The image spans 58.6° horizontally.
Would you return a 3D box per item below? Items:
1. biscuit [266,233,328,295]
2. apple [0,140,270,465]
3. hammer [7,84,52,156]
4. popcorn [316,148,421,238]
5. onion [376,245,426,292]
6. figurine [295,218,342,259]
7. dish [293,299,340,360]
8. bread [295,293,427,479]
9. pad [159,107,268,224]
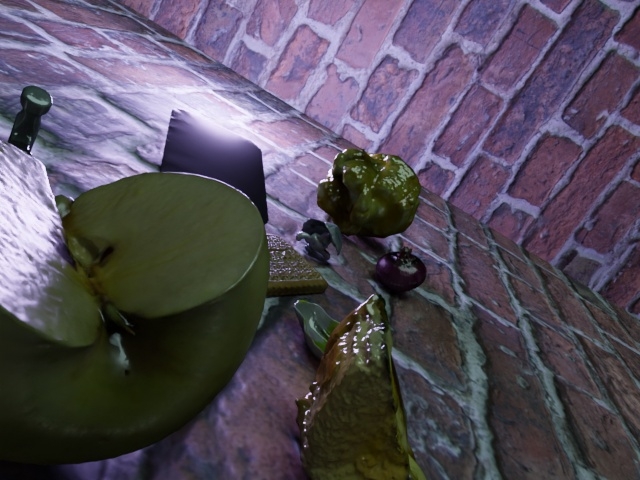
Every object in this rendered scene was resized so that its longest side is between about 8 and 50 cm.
[{"bbox_3d":[-0.108,0.035,1.003,0.172,0.029,0.254,42,22,29],"label":"biscuit"},{"bbox_3d":[-0.208,0.049,0.485,0.295,0.234,0.257,2,23,-42],"label":"apple"},{"bbox_3d":[-0.390,-0.071,0.707,0.041,0.159,0.227,19,41,-30],"label":"hammer"},{"bbox_3d":[0.125,-0.116,1.459,0.276,0.226,0.276,1,4,0],"label":"popcorn"},{"bbox_3d":[0.181,0.063,1.270,0.115,0.105,0.115,11,22,-5],"label":"onion"},{"bbox_3d":[0.000,0.000,1.200,0.082,0.086,0.095,-78,151,-56],"label":"figurine"},{"bbox_3d":[0.001,0.147,0.865,0.091,0.039,0.137,5,30,-43],"label":"dish"},{"bbox_3d":[0.037,0.202,0.642,0.132,0.252,0.174,-13,23,5],"label":"bread"},{"bbox_3d":[-0.274,-0.169,1.283,0.314,0.063,0.375,24,30,-23],"label":"pad"}]
